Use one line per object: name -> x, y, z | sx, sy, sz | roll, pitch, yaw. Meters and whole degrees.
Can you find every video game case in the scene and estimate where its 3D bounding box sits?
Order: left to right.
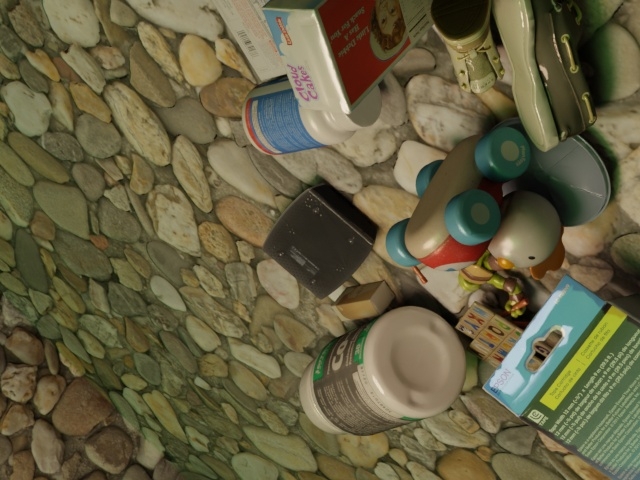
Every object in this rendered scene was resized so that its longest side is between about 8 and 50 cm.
video game case -> -0.064, -0.384, 1.611 | 0.244, 0.061, 0.270 | -4, 127, 48

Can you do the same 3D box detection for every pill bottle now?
pill bottle -> -0.013, -0.208, 1.704 | 0.221, 0.124, 0.124 | -4, 126, 48
pill bottle -> 0.104, 0.262, 2.038 | 0.204, 0.204, 0.361 | 44, 150, -5

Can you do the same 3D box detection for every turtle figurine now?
turtle figurine -> 0.269, 0.044, 1.744 | 0.269, 0.087, 0.217 | 31, 161, 7

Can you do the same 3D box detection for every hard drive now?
hard drive -> 0.000, 0.000, 1.988 | 0.172, 0.054, 0.255 | 40, 146, 0

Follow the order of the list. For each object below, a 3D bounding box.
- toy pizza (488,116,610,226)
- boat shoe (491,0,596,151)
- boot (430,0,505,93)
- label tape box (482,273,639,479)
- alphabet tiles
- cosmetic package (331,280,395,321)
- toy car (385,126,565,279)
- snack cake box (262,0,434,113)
toy pizza -> 0.331, -0.103, 1.570 | 0.201, 0.032, 0.201 | 25, 143, 20
boat shoe -> 0.288, -0.262, 1.382 | 0.109, 0.091, 0.305 | -120, 8, -58
boot -> 0.196, -0.258, 1.395 | 0.077, 0.213, 0.165 | -17, 126, 10
label tape box -> 0.464, 0.222, 1.641 | 0.347, 0.115, 0.249 | 34, 117, 8
alphabet tiles -> 0.327, 0.191, 1.862 | 0.198, 0.009, 0.237 | 31, 161, 7
cosmetic package -> 0.081, 0.116, 2.035 | 0.115, 0.060, 0.041 | -15, 117, 49
toy car -> 0.260, -0.014, 1.551 | 0.238, 0.210, 0.219 | 34, 158, -13
snack cake box -> 0.054, -0.304, 1.405 | 0.089, 0.264, 0.152 | 12, 136, 37
